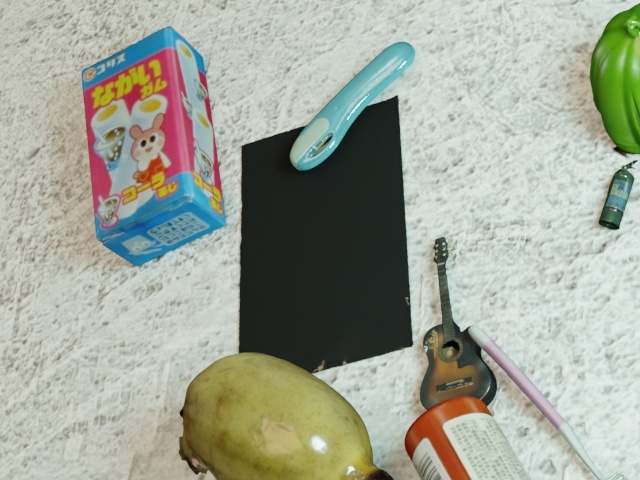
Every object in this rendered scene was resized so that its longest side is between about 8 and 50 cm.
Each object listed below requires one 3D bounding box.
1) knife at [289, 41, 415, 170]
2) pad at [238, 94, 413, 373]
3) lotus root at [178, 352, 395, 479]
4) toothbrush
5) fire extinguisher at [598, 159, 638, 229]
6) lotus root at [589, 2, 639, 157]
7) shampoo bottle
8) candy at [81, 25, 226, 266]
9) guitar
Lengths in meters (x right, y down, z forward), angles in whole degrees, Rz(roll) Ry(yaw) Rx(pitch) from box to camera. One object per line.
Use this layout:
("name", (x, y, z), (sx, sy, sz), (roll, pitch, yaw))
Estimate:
("knife", (0.043, -0.176, 1.980), (0.222, 0.031, 0.064), (-46, 46, -2))
("pad", (0.000, 0.000, 1.936), (0.247, 0.007, 0.367), (-17, 57, 25))
("lotus root", (-0.024, 0.239, 1.711), (0.310, 0.183, 0.183), (26, 81, 36))
("toothbrush", (0.253, 0.188, 1.652), (0.025, 0.020, 0.286), (-39, 56, -3))
("fire extinguisher", (0.341, -0.054, 1.736), (0.038, 0.025, 0.083), (-3, 62, 57))
("lotus root", (0.375, -0.203, 1.703), (0.186, 0.186, 0.186), (-15, 59, 25))
("shampoo bottle", (0.190, 0.300, 1.590), (0.104, 0.104, 0.278), (-37, 51, 10))
("candy", (-0.234, -0.134, 2.095), (0.157, 0.100, 0.306), (-25, 56, 20))
("guitar", (0.152, 0.098, 1.774), (0.088, 0.025, 0.233), (-18, 56, 22))
